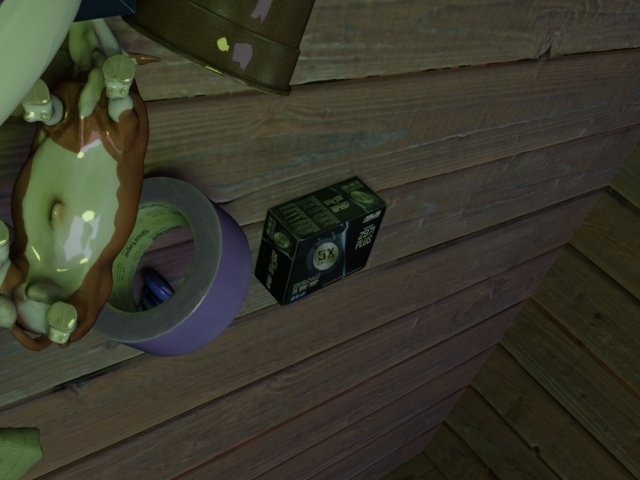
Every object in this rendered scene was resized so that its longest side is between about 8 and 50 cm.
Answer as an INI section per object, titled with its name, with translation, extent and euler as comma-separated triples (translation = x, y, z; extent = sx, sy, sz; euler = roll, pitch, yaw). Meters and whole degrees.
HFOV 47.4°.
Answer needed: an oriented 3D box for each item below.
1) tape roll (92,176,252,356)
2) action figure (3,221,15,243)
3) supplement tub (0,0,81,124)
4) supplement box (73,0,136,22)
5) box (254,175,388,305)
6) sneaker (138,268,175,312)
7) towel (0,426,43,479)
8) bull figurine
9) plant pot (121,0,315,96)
[tape roll]
translation = -0.178, 0.030, 0.818
extent = 0.189, 0.189, 0.080
euler = -44, 152, 0
[action figure]
translation = -0.403, 0.015, 0.505
extent = 0.248, 0.276, 0.370
euler = -17, 139, 38
[supplement tub]
translation = -0.288, -0.164, 0.280
extent = 0.241, 0.241, 0.331
euler = -44, 131, 0
[supplement box]
translation = -0.199, -0.215, 0.566
extent = 0.083, 0.083, 0.056
euler = -22, 144, -36
[box]
translation = 0.000, 0.000, 1.131
extent = 0.180, 0.077, 0.147
euler = -22, 145, -35
[sneaker]
translation = -0.220, 0.093, 0.995
extent = 0.059, 0.053, 0.144
euler = -32, 149, -18
[towel]
translation = -0.379, 0.211, 0.433
extent = 0.312, 0.056, 0.324
euler = -49, 149, 6
[bull figurine]
translation = -0.198, -0.059, 0.595
extent = 0.188, 0.101, 0.310
euler = 168, -70, -81
[plant pot]
translation = -0.068, -0.239, 0.643
extent = 0.167, 0.167, 0.165
euler = 1, 121, -54
